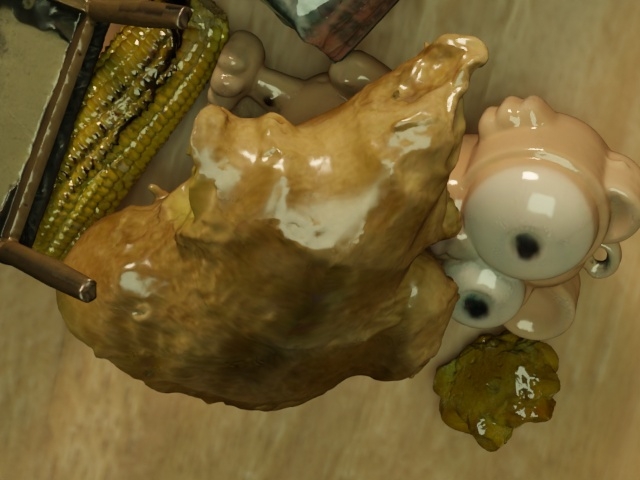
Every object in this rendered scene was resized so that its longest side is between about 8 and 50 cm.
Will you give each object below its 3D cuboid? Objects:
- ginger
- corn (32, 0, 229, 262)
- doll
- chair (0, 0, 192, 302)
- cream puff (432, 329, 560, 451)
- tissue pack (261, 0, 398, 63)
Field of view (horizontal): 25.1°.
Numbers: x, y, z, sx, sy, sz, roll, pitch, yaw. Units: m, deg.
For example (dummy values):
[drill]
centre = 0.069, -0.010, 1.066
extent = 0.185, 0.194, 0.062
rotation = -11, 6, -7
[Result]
[ginger]
centre = 0.000, 0.000, 0.797
extent = 0.219, 0.123, 0.270
rotation = 35, 128, -30
[corn]
centre = -0.131, -0.070, 0.898
extent = 0.072, 0.072, 0.203
rotation = 37, 98, -7
[doll]
centre = 0.055, -0.036, 0.887
extent = 0.278, 0.119, 0.154
rotation = 16, 128, 7
[chair]
centre = -0.212, -0.085, 0.812
extent = 0.166, 0.272, 0.188
rotation = 19, 90, -31
[cream puff]
centre = 0.120, 0.097, 0.944
extent = 0.058, 0.083, 0.083
rotation = 21, 89, -49
[tissue pack]
centre = 0.029, -0.290, 0.810
extent = 0.228, 0.103, 0.315
rotation = 45, 98, 12
